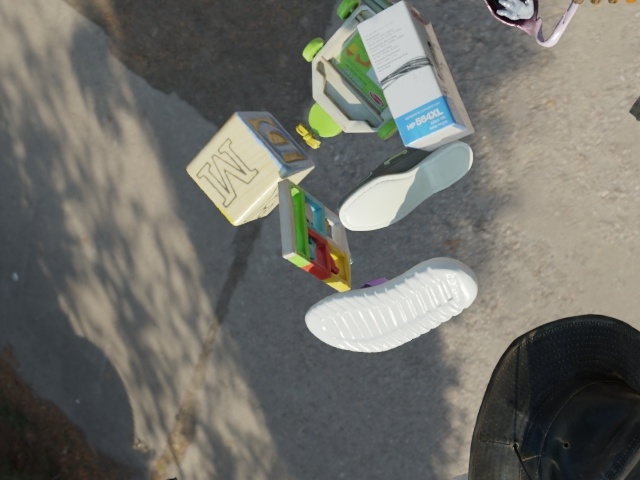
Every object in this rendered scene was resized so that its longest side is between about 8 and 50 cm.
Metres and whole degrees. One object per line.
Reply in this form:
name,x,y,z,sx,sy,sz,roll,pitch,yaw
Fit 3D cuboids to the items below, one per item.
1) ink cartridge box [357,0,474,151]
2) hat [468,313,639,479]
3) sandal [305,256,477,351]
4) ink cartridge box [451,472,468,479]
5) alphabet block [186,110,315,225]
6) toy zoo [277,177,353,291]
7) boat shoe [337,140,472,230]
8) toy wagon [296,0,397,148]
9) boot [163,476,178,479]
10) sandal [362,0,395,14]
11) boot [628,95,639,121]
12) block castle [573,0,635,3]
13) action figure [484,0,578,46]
ink cartridge box,0.150,-0.249,1.063,0.086,0.148,0.203,-23,85,24
hat,0.325,0.253,0.773,0.134,0.331,0.331,180,69,-75
sandal,0.150,0.130,1.422,0.416,0.102,0.169,-22,116,38
ink cartridge box,0.210,0.341,0.913,0.062,0.115,0.029,-22,90,10
alphabet block,-0.166,-0.178,1.663,0.197,0.192,0.193,-43,83,22
toy zoo,0.000,0.000,1.595,0.030,0.293,0.192,-20,58,26
boat shoe,0.162,-0.120,1.400,0.091,0.305,0.109,47,163,56
toy wagon,0.081,-0.343,1.484,0.267,0.068,0.344,48,115,8
boot,-0.318,0.466,1.120,0.082,0.219,0.106,179,79,-69
sandal,0.058,-0.507,1.222,0.303,0.120,0.086,43,114,-5
boot,0.671,-0.228,1.005,0.348,0.131,0.260,-43,82,29
block castle,0.461,-0.534,1.083,0.453,0.303,0.213,5,141,13
action figure,0.409,-0.599,1.440,0.275,0.370,0.248,28,117,-7
